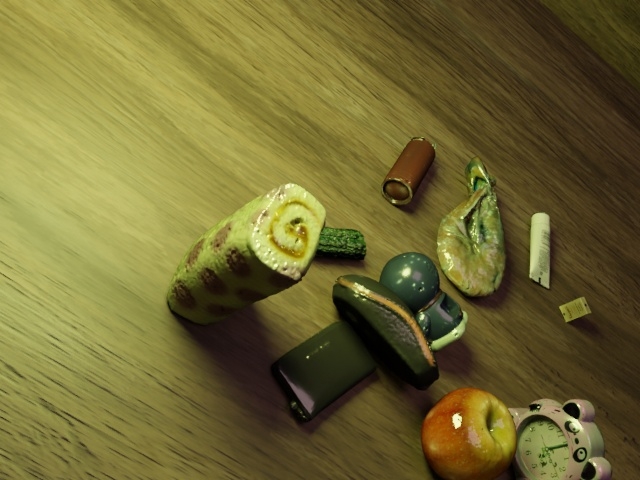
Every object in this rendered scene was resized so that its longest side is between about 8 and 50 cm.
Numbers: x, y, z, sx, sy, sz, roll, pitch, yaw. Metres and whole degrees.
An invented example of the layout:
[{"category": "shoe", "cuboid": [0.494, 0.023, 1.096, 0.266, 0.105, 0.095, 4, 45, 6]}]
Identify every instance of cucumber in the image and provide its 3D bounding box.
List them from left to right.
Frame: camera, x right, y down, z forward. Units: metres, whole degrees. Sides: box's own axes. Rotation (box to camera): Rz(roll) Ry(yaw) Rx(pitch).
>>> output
[{"category": "cucumber", "cuboid": [0.001, 0.001, 1.533, 0.265, 0.077, 0.077, 6, 62, -30]}]

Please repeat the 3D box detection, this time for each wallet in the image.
[{"category": "wallet", "cuboid": [0.009, 0.278, 1.401, 0.250, 0.044, 0.149, -25, 77, -40]}]

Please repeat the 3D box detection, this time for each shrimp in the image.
[{"category": "shrimp", "cuboid": [0.436, -0.041, 1.844, 0.221, 0.110, 0.445, 19, 59, -15]}]

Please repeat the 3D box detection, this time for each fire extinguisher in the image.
[{"category": "fire extinguisher", "cuboid": [0.256, -0.215, 1.816, 0.105, 0.105, 0.269, 41, 50, -9]}]

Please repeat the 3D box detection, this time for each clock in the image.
[{"category": "clock", "cuboid": [0.249, 0.139, 1.579, 0.243, 0.146, 0.199, 51, 38, -6]}, {"category": "clock", "cuboid": [0.551, 0.492, 1.517, 0.090, 0.248, 0.227, 10, 60, -33]}]

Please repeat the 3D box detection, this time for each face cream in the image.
[{"category": "face cream", "cuboid": [0.689, 0.026, 2.004, 0.092, 0.058, 0.243, 28, 58, -27]}]

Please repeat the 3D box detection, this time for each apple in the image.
[{"category": "apple", "cuboid": [0.332, 0.445, 1.449, 0.235, 0.173, 0.210, 14, 53, -39]}]

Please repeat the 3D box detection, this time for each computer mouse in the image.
[{"category": "computer mouse", "cuboid": [0.159, 0.196, 1.458, 0.116, 0.183, 0.323, -42, 94, -13]}]

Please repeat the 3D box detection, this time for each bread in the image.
[{"category": "bread", "cuboid": [-0.153, 0.034, 1.232, 0.155, 0.338, 0.187, 36, 50, -22]}]

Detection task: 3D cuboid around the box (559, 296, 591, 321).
[{"category": "box", "cuboid": [0.769, 0.209, 1.933, 0.024, 0.083, 0.053, -8, 71, -32]}]
